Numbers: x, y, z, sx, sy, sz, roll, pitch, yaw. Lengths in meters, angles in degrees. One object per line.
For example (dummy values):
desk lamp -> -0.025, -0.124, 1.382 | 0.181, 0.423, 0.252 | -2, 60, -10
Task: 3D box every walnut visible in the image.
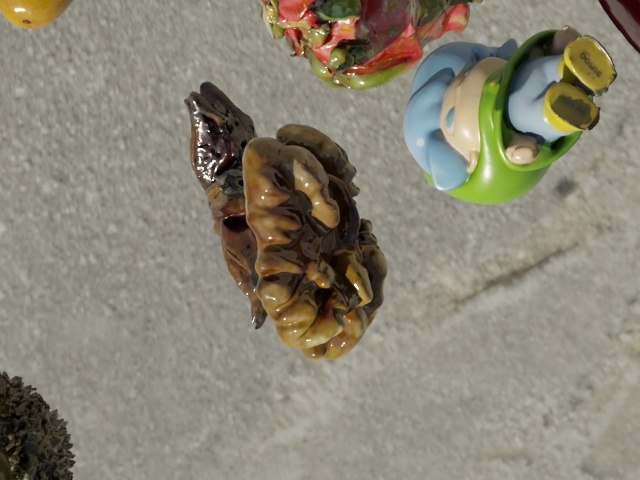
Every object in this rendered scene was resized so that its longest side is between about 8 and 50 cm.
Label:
walnut -> 0.000, 0.000, 0.878 | 0.069, 0.143, 0.170 | -12, 102, 22

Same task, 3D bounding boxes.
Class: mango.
mango -> -0.318, -0.334, 1.449 | 0.085, 0.102, 0.184 | 41, 67, -60

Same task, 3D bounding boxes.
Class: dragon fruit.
dragon fruit -> 0.060, -0.316, 1.532 | 0.237, 0.302, 0.231 | -36, 91, 41

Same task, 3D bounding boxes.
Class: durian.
durian -> -0.136, 0.090, 0.487 | 0.080, 0.091, 0.080 | 0, 88, -11

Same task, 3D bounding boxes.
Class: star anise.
star anise -> -0.065, -0.040, 1.233 | 0.102, 0.272, 0.272 | -16, 130, -4

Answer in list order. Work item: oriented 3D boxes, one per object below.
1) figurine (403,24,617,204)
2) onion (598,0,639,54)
figurine -> 0.167, -0.113, 1.105 | 0.143, 0.263, 0.162 | 22, 79, -18
onion -> 0.268, -0.227, 0.608 | 0.358, 0.345, 0.358 | -18, 121, -31
